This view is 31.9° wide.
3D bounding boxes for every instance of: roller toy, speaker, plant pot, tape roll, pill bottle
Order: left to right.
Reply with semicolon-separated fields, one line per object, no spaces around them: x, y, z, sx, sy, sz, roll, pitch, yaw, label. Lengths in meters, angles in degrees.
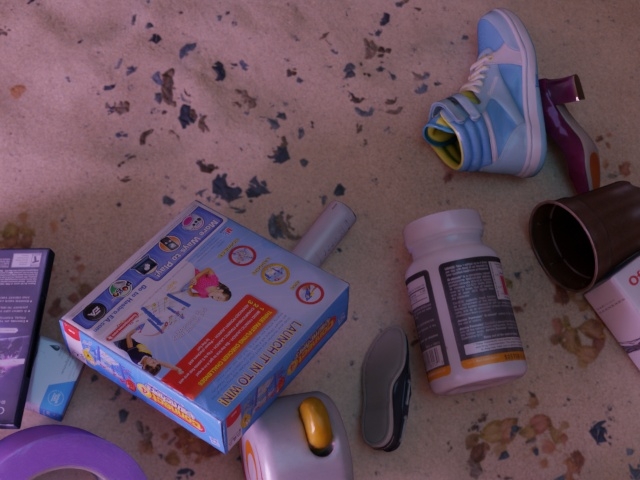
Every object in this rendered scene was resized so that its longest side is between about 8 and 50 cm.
-0.371;0.399;1.556;0.275;0.090;0.274;0;90;-30;tape roll
-0.032;0.322;1.660;0.146;0.191;0.209;-9;99;-16;roller toy
0.000;0.000;1.847;0.055;0.055;0.136;38;69;1;speaker
0.226;0.100;1.810;0.162;0.162;0.278;-7;75;-16;pill bottle
0.473;-0.019;1.914;0.165;0.167;0.167;-24;79;-24;plant pot

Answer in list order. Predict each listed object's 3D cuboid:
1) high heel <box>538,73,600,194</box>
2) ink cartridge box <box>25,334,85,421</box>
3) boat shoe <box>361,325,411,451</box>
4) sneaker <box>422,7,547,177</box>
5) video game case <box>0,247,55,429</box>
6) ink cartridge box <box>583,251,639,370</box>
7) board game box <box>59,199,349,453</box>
0.428;-0.173;2.014;0.082;0.117;0.244;-23;100;-58;high heel
-0.452;0.189;1.675;0.180;0.060;0.104;21;69;-6;ink cartridge box
0.112;0.241;1.805;0.065;0.075;0.206;39;52;-46;boat shoe
0.270;-0.263;1.960;0.208;0.127;0.318;-3;73;-16;sneaker
-0.507;0.140;1.642;0.196;0.026;0.274;-1;66;13;video game case
0.620;0.136;1.918;0.198;0.115;0.272;-33;82;-21;ink cartridge box
-0.166;0.116;1.660;0.302;0.086;0.308;29;53;23;board game box
